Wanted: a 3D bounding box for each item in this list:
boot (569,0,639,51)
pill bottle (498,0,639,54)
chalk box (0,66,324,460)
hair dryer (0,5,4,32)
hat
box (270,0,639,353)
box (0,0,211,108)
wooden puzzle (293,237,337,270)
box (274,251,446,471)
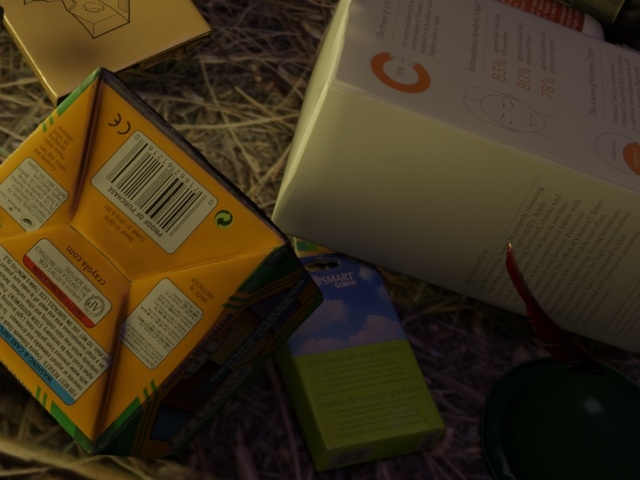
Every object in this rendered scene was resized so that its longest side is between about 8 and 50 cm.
[{"bbox_3d":[0.328,-0.227,1.246,0.189,0.208,0.076,20,67,2],"label":"boot"},{"bbox_3d":[0.202,-0.184,1.233,0.216,0.121,0.121,22,51,-1],"label":"pill bottle"},{"bbox_3d":[-0.124,0.036,0.896,0.180,0.289,0.179,42,85,12],"label":"chalk box"},{"bbox_3d":[-0.405,-0.264,1.129,0.293,0.080,0.224,10,48,-6],"label":"hair dryer"},{"bbox_3d":[0.230,0.123,0.973,0.208,0.184,0.173,0,55,-18],"label":"hat"},{"bbox_3d":[0.156,-0.077,1.082,0.345,0.168,0.215,19,41,-6],"label":"box"},{"bbox_3d":[-0.223,-0.235,1.170,0.164,0.021,0.201,-28,72,-19],"label":"box"},{"bbox_3d":[0.000,0.000,1.106,0.049,0.006,0.083,2,54,-16],"label":"wooden puzzle"},{"bbox_3d":[0.020,0.094,1.019,0.109,0.042,0.178,-7,56,-23],"label":"box"}]
